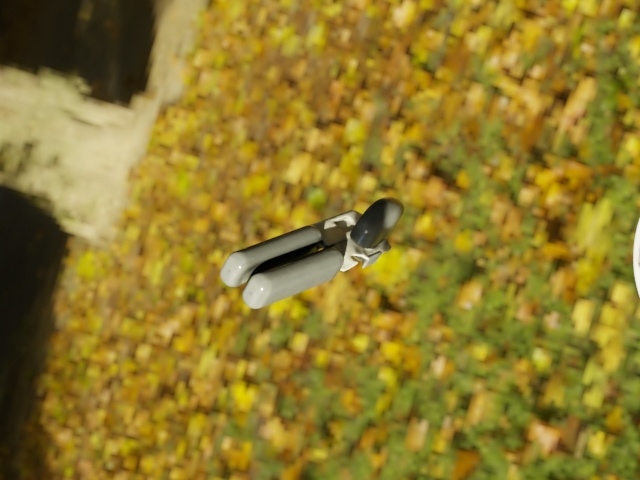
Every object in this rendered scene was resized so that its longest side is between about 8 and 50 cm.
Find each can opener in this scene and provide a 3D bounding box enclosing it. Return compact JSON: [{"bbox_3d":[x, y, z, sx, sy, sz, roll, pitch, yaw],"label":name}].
[{"bbox_3d":[0.000,0.000,2.025,0.283,0.076,0.095,-20,-31,-54],"label":"can opener"}]

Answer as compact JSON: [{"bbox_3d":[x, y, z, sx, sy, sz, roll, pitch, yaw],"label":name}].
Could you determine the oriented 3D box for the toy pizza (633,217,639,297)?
[{"bbox_3d":[0.298,0.020,1.088,0.201,0.201,0.032,-65,-4,30],"label":"toy pizza"}]
